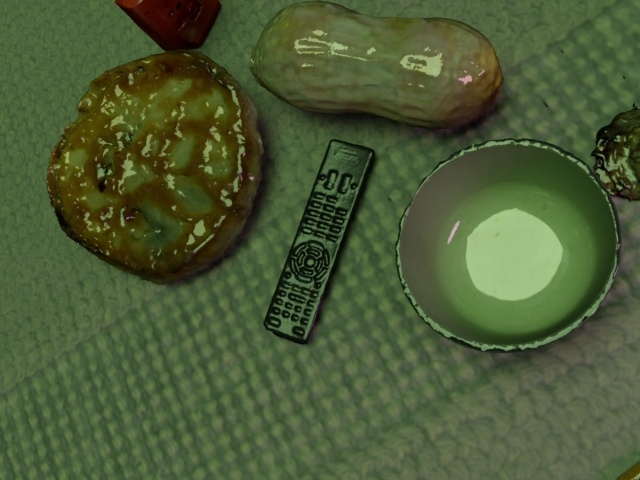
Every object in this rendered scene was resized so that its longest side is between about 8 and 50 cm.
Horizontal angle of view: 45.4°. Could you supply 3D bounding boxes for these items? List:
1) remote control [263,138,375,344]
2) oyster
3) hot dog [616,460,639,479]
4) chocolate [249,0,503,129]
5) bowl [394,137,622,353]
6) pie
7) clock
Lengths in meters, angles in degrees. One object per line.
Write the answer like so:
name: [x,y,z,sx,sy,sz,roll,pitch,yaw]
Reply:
remote control: [0.000,0.000,0.900,0.063,0.025,0.245,18,83,25]
oyster: [0.362,-0.091,0.759,0.177,0.056,0.106,10,73,29]
hot dog: [0.314,0.218,0.712,0.083,0.021,0.037,-41,66,9]
chocolate: [0.054,-0.202,0.870,0.309,0.134,0.134,13,82,27]
bowl: [0.191,0.014,0.767,0.211,0.112,0.212,-6,73,22]
pie: [-0.208,-0.090,0.980,0.315,0.092,0.316,-4,80,23]
clock: [-0.192,-0.318,0.994,0.061,0.155,0.113,26,88,17]
